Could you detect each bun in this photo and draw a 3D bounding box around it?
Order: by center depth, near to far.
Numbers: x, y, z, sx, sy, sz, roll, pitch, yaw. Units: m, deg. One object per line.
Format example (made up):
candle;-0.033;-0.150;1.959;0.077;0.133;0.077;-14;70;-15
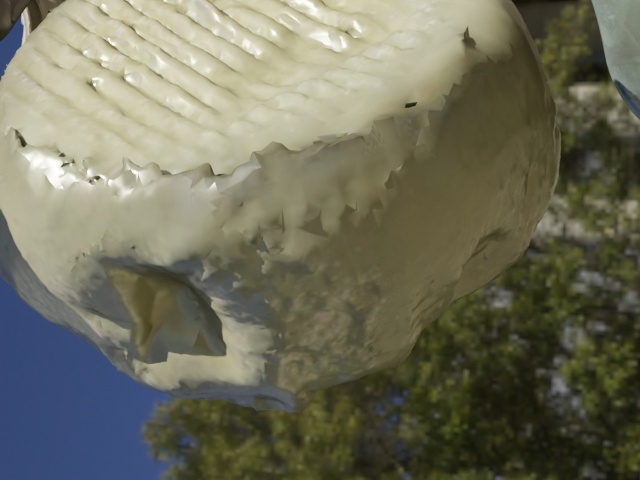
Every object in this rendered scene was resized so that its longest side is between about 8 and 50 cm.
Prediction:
bun;-0.028;-0.044;0.829;0.359;0.360;0.211;-56;-34;-44

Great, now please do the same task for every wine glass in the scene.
wine glass;0.245;-0.115;0.909;0.093;0.093;0.202;-52;-57;-47

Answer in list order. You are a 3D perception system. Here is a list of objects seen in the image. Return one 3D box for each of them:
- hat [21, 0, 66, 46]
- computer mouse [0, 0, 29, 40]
hat;-0.285;-0.183;1.413;0.164;0.226;0.219;13;-94;-26
computer mouse;-0.256;-0.229;1.055;0.232;0.057;0.120;-84;-10;-61
